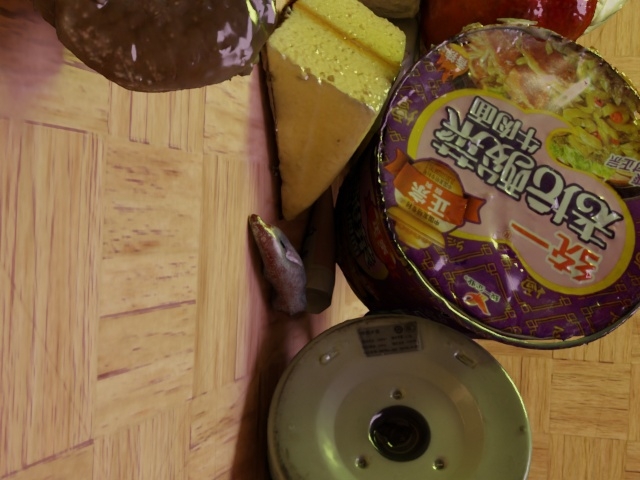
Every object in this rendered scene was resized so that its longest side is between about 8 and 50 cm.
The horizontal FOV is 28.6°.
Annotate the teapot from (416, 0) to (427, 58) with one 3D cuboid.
[{"bbox_3d":[0.181,-0.305,1.798,0.269,0.173,0.182,61,5,4],"label":"teapot"}]

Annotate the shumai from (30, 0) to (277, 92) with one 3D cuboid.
[{"bbox_3d":[-0.099,-0.162,0.717,0.153,0.161,0.209,120,-45,-70],"label":"shumai"}]

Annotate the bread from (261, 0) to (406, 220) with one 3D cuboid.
[{"bbox_3d":[-0.016,-0.142,1.290,0.178,0.135,0.240,-55,-174,31],"label":"bread"}]

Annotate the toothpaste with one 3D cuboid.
[{"bbox_3d":[0.000,0.000,1.370,0.194,0.043,0.067,-82,173,-51],"label":"toothpaste"}]

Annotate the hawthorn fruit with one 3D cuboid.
[{"bbox_3d":[0.205,-0.310,1.462,0.207,0.207,0.243,49,21,-72],"label":"hawthorn fruit"}]

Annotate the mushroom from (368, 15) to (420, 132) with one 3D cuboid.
[{"bbox_3d":[0.076,-0.271,1.529,0.109,0.097,0.351,93,4,-51],"label":"mushroom"}]

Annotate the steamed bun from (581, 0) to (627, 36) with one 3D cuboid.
[{"bbox_3d":[0.280,-0.424,1.704,0.237,0.346,0.394,128,-30,-71],"label":"steamed bun"}]

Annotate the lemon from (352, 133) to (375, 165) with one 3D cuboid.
[{"bbox_3d":[0.128,-0.101,1.594,0.178,0.178,0.203,46,48,-73],"label":"lemon"}]

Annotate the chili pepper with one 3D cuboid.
[{"bbox_3d":[-0.036,0.026,1.208,0.050,0.041,0.153,49,-19,38],"label":"chili pepper"}]

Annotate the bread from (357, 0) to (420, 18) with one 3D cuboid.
[{"bbox_3d":[0.068,-0.318,1.442,0.082,0.106,0.125,79,17,-49],"label":"bread"}]

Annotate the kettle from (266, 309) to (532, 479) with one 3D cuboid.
[{"bbox_3d":[0.067,0.231,1.318,0.342,0.247,0.319,94,-3,-58],"label":"kettle"}]

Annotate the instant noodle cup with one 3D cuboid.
[{"bbox_3d":[0.173,-0.036,1.359,0.266,0.339,0.340,147,-49,-70],"label":"instant noodle cup"}]
